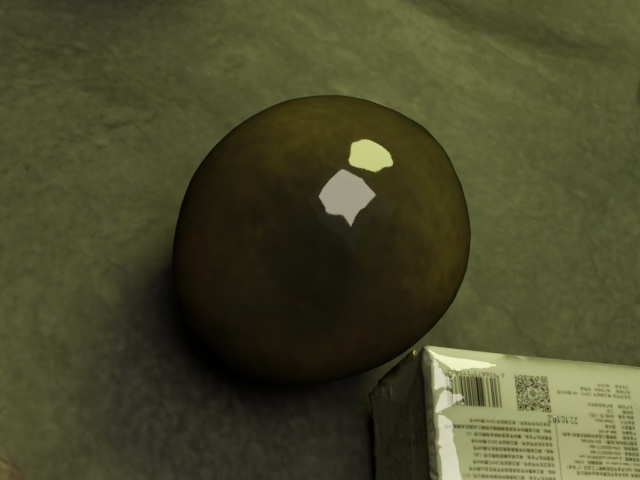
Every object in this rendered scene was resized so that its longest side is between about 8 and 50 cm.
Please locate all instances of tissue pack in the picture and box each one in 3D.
[{"bbox_3d":[0.114,0.130,0.827,0.148,0.099,0.106,8,65,-20],"label":"tissue pack"}]

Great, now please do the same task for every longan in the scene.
[{"bbox_3d":[0.000,0.000,0.818,0.187,0.167,0.167,-43,85,-7],"label":"longan"}]
